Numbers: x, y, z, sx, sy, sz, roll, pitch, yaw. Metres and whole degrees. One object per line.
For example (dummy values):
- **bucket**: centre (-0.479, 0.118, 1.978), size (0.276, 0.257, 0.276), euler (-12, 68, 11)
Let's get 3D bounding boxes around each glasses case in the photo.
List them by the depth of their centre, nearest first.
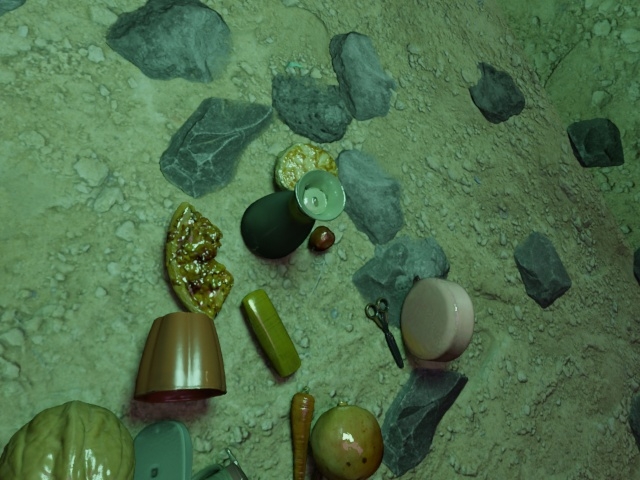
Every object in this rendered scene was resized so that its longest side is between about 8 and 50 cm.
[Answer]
- **glasses case**: centre (-0.128, 0.238, 1.090), size (0.079, 0.064, 0.234), euler (-28, 91, -32)

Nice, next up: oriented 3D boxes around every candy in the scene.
- **candy**: centre (0.333, 0.222, 1.243), size (0.095, 0.255, 0.255), euler (12, 72, -25)

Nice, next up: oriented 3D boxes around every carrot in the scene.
- **carrot**: centre (-0.053, 0.500, 1.073), size (0.061, 0.061, 0.256), euler (11, 77, -26)

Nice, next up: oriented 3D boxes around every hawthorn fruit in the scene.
- **hawthorn fruit**: centre (0.004, -0.004, 1.222), size (0.077, 0.077, 0.077), euler (7, 74, -27)

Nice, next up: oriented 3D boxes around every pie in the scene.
- **pie**: centre (-0.040, -0.186, 1.234), size (0.205, 0.084, 0.178), euler (28, 67, -22)

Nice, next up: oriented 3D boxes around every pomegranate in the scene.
- **pomegranate**: centre (0.063, 0.502, 1.058), size (0.191, 0.191, 0.191), euler (7, 74, -27)

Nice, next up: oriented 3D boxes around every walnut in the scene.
- **walnut**: centre (-0.452, 0.414, 0.765), size (0.225, 0.261, 0.224), euler (-10, 113, -24)

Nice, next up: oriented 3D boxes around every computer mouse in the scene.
- **computer mouse**: centre (-0.325, 0.473, 0.863), size (0.128, 0.079, 0.230), euler (-11, 38, -3)

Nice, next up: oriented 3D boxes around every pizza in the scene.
- **pizza**: centre (-0.292, 0.051, 1.038), size (0.162, 0.086, 0.305), euler (-12, 85, -31)

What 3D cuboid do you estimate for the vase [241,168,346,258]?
- **vase**: centre (-0.066, -0.064, 1.051), size (0.174, 0.321, 0.173), euler (7, 75, -27)

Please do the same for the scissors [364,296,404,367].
- **scissors**: centre (0.204, 0.283, 1.286), size (0.088, 0.017, 0.220), euler (-21, 89, -31)

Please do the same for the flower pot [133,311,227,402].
- **flower pot**: centre (-0.300, 0.255, 0.935), size (0.191, 0.191, 0.173), euler (8, 62, -26)

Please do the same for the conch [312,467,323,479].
- **conch**: centre (-0.046, 0.706, 1.011), size (0.109, 0.093, 0.330), euler (34, 45, -26)

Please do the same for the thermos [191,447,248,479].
- **thermos**: centre (-0.270, 0.567, 0.874), size (0.265, 0.176, 0.145), euler (-31, 111, -23)
